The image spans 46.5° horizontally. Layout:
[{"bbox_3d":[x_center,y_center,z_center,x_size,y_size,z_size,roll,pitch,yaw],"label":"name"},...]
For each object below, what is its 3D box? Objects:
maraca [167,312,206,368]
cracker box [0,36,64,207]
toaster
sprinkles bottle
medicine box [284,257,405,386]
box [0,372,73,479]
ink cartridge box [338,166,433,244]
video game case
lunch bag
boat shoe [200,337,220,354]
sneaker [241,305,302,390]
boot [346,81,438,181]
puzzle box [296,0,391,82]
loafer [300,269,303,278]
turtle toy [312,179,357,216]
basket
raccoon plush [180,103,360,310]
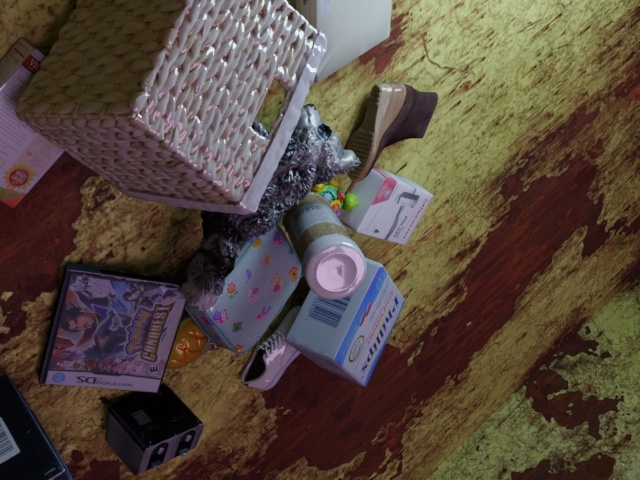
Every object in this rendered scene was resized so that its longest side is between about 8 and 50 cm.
[{"bbox_3d":[-0.299,0.210,1.672,0.185,0.099,0.127,-50,160,-27],"label":"maraca"},{"bbox_3d":[-0.488,-0.186,1.203,0.232,0.067,0.156,-49,141,-2],"label":"cracker box"},{"bbox_3d":[-0.389,0.426,1.702,0.168,0.186,0.110,-15,132,-46],"label":"toaster"},{"bbox_3d":[0.000,0.000,1.564,0.121,0.355,0.121,-3,110,-9],"label":"sprinkles bottle"},{"bbox_3d":[0.072,0.198,1.886,0.263,0.149,0.289,-63,153,-13],"label":"medicine box"},{"bbox_3d":[-0.588,0.472,1.442,0.183,0.296,0.293,-29,137,-26],"label":"box"},{"bbox_3d":[0.164,-0.088,1.887,0.218,0.092,0.158,12,111,-50],"label":"ink cartridge box"},{"bbox_3d":[-0.419,0.186,1.519,0.248,0.035,0.274,11,114,-25],"label":"video game case"},{"bbox_3d":[-0.170,0.087,1.648,0.279,0.108,0.224,-55,137,-24],"label":"lunch bag"},{"bbox_3d":[-0.233,0.226,1.783,0.153,0.048,0.056,-33,138,-21],"label":"boat shoe"},{"bbox_3d":[-0.113,0.280,1.904,0.091,0.094,0.258,13,110,-51],"label":"sneaker"},{"bbox_3d":[0.176,-0.249,1.771,0.207,0.090,0.248,1,115,-42],"label":"boot"},{"bbox_3d":[0.051,-0.535,1.400,0.272,0.052,0.408,-40,143,-39],"label":"puzzle box"},{"bbox_3d":[-0.046,0.044,1.820,0.170,0.062,0.061,-35,131,-33],"label":"loafer"},{"bbox_3d":[0.029,-0.091,1.773,0.130,0.066,0.095,-11,127,-38],"label":"turtle toy"},{"bbox_3d":[-0.228,-0.248,1.150,0.266,0.332,0.328,38,68,-45],"label":"basket"},{"bbox_3d":[-0.116,-0.077,1.552,0.299,0.216,0.446,7,117,-52],"label":"raccoon plush"}]
